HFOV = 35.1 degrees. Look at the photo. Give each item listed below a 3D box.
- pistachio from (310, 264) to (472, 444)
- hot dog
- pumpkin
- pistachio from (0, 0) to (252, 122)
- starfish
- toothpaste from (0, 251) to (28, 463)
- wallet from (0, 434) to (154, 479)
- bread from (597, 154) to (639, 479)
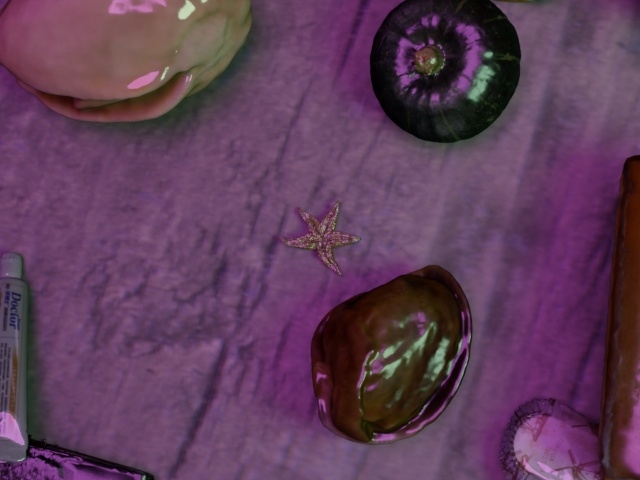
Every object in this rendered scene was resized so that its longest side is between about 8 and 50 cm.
[{"bbox_3d":[0.073,0.115,1.065,0.165,0.130,0.210,34,80,16],"label":"pistachio"},{"bbox_3d":[0.278,0.239,1.046,0.191,0.059,0.108,23,76,15],"label":"hot dog"},{"bbox_3d":[0.136,-0.190,1.102,0.167,0.125,0.167,0,87,1],"label":"pumpkin"},{"bbox_3d":[-0.230,-0.241,1.140,0.318,0.193,0.213,-4,68,18],"label":"pistachio"},{"bbox_3d":[0.000,0.000,1.152,0.092,0.016,0.086,-7,79,3],"label":"starfish"},{"bbox_3d":[-0.362,0.130,1.154,0.067,0.037,0.255,0,62,-10],"label":"toothpaste"},{"bbox_3d":[-0.337,0.335,1.136,0.262,0.071,0.221,14,83,5],"label":"wallet"},{"bbox_3d":[0.438,0.097,0.973,0.324,0.143,0.333,6,72,11],"label":"bread"}]
